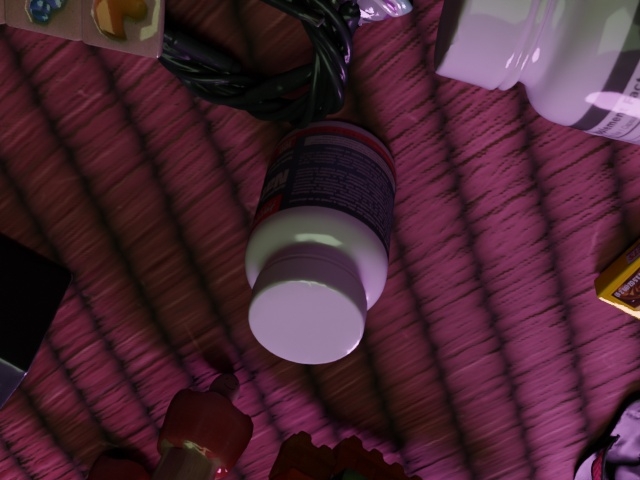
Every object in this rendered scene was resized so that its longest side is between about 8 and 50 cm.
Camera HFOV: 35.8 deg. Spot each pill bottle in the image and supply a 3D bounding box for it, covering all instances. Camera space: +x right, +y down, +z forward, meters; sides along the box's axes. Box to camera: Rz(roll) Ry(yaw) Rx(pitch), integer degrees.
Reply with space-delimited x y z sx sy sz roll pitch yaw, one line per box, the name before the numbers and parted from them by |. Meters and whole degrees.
pill bottle | 0.224 -0.136 0.613 0.283 0.161 0.161 14 130 -2
pill bottle | 0.000 0.000 0.745 0.108 0.180 0.108 4 129 5

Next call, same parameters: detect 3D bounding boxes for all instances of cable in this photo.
cable | -0.061 -0.155 0.711 0.184 0.047 0.150 20 143 11

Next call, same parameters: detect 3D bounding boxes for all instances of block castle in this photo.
block castle | -0.024 0.348 1.024 0.453 0.213 0.303 35 138 -11

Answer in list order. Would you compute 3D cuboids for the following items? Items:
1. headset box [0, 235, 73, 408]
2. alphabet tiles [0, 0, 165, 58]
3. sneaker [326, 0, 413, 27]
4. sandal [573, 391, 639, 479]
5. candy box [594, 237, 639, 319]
headset box | -0.401 0.083 0.906 0.246 0.131 0.283 31 127 -16
alphabet tiles | -0.198 -0.271 0.620 0.343 0.011 0.285 14 121 7
sneaker | 0.015 -0.187 0.681 0.069 0.038 0.098 -18 124 21
sandal | 0.296 0.220 0.971 0.067 0.040 0.179 10 130 0
candy box | 0.328 -0.001 0.795 0.105 0.027 0.206 25 129 -16
